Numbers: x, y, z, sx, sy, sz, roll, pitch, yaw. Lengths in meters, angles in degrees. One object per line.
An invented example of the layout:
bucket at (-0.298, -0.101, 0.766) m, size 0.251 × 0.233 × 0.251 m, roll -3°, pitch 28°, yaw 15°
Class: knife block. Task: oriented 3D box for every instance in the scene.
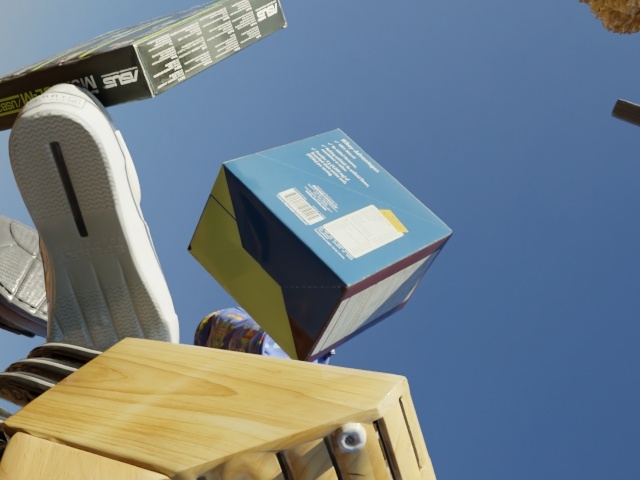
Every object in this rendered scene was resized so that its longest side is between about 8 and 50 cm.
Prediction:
knife block at (-0.092, 0.109, 0.512) m, size 0.276 × 0.088 × 0.242 m, roll -18°, pitch -159°, yaw -1°

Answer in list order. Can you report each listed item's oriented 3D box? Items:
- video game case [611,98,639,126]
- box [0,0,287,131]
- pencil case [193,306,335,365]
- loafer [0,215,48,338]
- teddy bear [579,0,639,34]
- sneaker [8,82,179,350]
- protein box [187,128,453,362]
video game case at (0.476, -0.085, 0.959) m, size 0.196 × 0.274 × 0.026 m, roll -129°, pitch -123°, yaw -65°
box at (-0.150, -0.145, 0.710) m, size 0.184 × 0.045 × 0.191 m, roll -4°, pitch -156°, yaw 31°
pencil case at (-0.101, 0.171, 1.444) m, size 0.306 × 0.119 × 0.133 m, roll -6°, pitch -114°, yaw 61°
loafer at (-0.375, 0.027, 0.977) m, size 0.095 × 0.302 × 0.109 m, roll -49°, pitch -168°, yaw 37°
teddy bear at (0.363, -0.275, 0.690) m, size 0.338 × 0.113 × 0.245 m, roll -10°, pitch -141°, yaw 19°
sneaker at (-0.151, 0.011, 0.638) m, size 0.091 × 0.094 × 0.258 m, roll -95°, pitch -179°, yaw -63°
protein box at (0.000, 0.000, 1.021) m, size 0.200 × 0.201 × 0.136 m, roll 44°, pitch -51°, yaw 20°
